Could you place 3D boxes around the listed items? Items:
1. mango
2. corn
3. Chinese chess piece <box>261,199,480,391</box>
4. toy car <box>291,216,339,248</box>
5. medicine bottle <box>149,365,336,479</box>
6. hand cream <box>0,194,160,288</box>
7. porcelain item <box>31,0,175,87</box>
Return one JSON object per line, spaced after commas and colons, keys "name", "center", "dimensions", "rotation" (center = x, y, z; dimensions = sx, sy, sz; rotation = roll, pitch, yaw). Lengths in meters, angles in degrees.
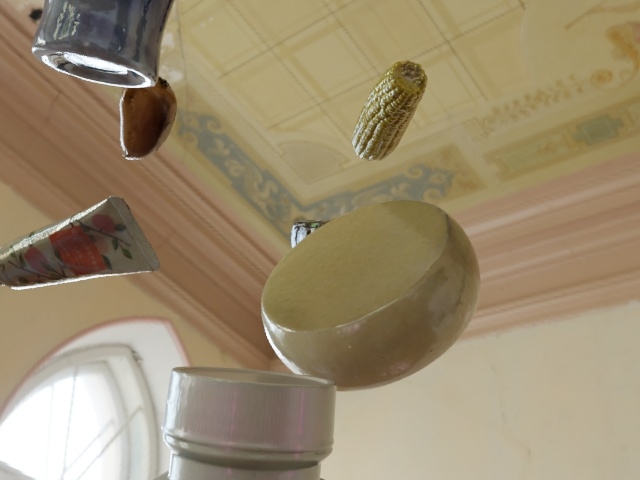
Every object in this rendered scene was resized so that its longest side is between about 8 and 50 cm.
{"name": "mango", "center": [-0.243, -0.172, 1.037], "dimensions": [0.077, 0.063, 0.127], "rotation": [15, -71, -7]}
{"name": "corn", "center": [0.086, -0.162, 0.963], "dimensions": [0.067, 0.067, 0.206], "rotation": [18, -21, -5]}
{"name": "Chinese chess piece", "center": [0.059, 0.059, 0.891], "dimensions": [0.273, 0.273, 0.102], "rotation": [-13, -59, 28]}
{"name": "toy car", "center": [0.000, 0.000, 1.139], "dimensions": [0.055, 0.069, 0.142], "rotation": [-1, -1, -44]}
{"name": "medicine bottle", "center": [-0.055, 0.230, 0.451], "dimensions": [0.161, 0.296, 0.111], "rotation": [6, -7, 9]}
{"name": "hand cream", "center": [-0.251, 0.012, 0.731], "dimensions": [0.234, 0.050, 0.080], "rotation": [-12, -66, 37]}
{"name": "porcelain item", "center": [-0.139, -0.247, 0.535], "dimensions": [0.141, 0.259, 0.141], "rotation": [12, -2, 0]}
